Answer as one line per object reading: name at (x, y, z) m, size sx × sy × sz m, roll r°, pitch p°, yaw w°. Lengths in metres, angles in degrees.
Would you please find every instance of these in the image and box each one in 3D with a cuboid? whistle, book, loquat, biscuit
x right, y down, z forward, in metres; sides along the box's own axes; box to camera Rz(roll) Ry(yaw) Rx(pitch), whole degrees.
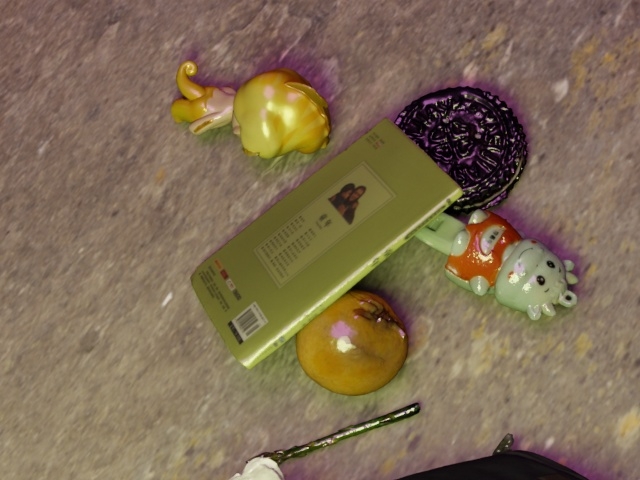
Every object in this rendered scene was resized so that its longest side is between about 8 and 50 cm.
whistle at (0.220, 0.020, 1.779) m, size 0.253 × 0.106 × 0.101 m, roll 29°, pitch 32°, yaw 22°
book at (0.000, 0.000, 1.776) m, size 0.352 × 0.035 × 0.239 m, roll -38°, pitch 33°, yaw 1°
loquat at (0.040, 0.130, 1.738) m, size 0.141 × 0.141 × 0.141 m, roll -4°, pitch 64°, yaw 8°
biscuit at (0.186, -0.124, 1.877) m, size 0.194 × 0.053 × 0.195 m, roll -4°, pitch 65°, yaw 9°

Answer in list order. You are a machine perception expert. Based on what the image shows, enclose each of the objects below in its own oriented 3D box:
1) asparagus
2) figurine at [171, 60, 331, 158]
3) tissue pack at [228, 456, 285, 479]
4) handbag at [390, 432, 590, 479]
asparagus at (0.016, 0.249, 1.744) m, size 0.232 × 0.022 × 0.023 m, roll -18°, pitch 28°, yaw 1°
figurine at (-0.094, -0.185, 1.925) m, size 0.246 × 0.131 × 0.156 m, roll 7°, pitch 51°, yaw 25°
tissue pack at (-0.118, 0.440, 1.541) m, size 0.356 × 0.266 × 0.194 m, roll -41°, pitch 65°, yaw -10°
handbag at (0.202, 0.333, 1.519) m, size 0.301 × 0.178 × 0.275 m, roll -1°, pitch 59°, yaw -39°
